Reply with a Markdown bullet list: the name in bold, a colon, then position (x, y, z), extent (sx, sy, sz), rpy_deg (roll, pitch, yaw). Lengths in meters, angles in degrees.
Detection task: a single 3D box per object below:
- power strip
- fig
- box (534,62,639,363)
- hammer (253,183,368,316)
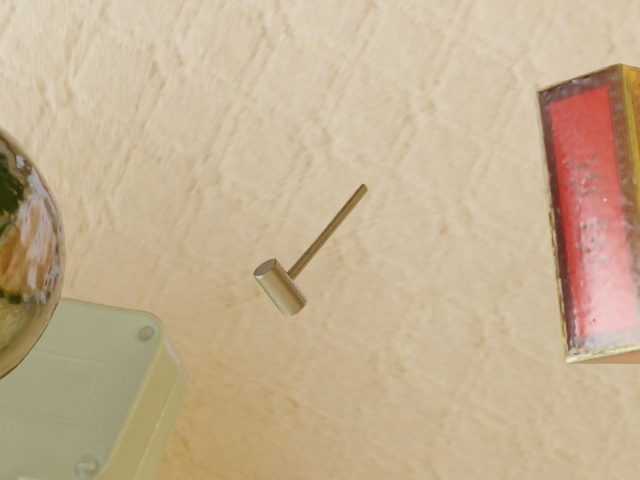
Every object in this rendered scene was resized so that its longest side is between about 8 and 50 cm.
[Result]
- **power strip**: position (-0.256, 0.157, 1.331), extent (0.229, 0.141, 0.261), rpy_deg (9, 58, 21)
- **fig**: position (-0.250, 0.022, 0.938), extent (0.195, 0.195, 0.245), rpy_deg (33, 44, -6)
- **box**: position (0.228, -0.007, 0.961), extent (0.240, 0.074, 0.153), rpy_deg (4, 72, -42)
- **hammer**: position (0.000, 0.000, 1.104), extent (0.035, 0.019, 0.110), rpy_deg (53, 58, -20)
